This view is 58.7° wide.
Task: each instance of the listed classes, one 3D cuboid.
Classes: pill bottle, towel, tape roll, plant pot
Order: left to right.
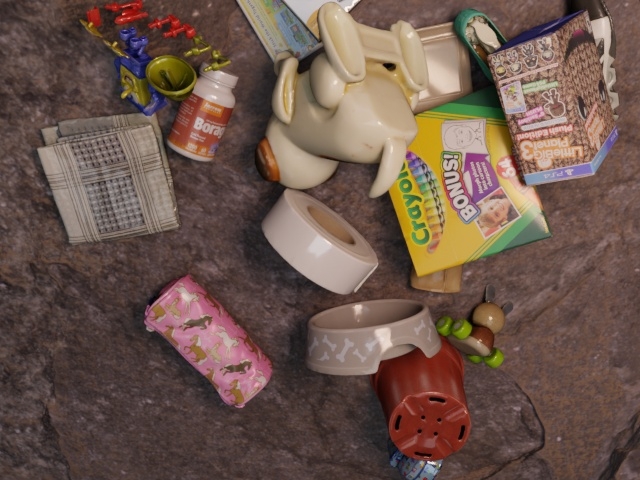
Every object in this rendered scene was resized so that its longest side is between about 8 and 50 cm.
[{"bbox_3d":[-0.539,-0.157,1.457,0.312,0.056,0.325,-8,106,5],"label":"towel"},{"bbox_3d":[-0.278,-0.309,1.364,0.121,0.121,0.216,24,107,-6],"label":"pill bottle"},{"bbox_3d":[0.000,0.000,1.369,0.286,0.286,0.100,36,105,-9],"label":"tape roll"},{"bbox_3d":[0.268,0.415,1.502,0.272,0.265,0.273,1,108,2],"label":"plant pot"}]

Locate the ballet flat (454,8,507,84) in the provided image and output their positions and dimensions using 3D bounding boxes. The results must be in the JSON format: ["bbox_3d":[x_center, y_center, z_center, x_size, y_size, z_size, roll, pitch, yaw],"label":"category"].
[{"bbox_3d":[0.394,-0.416,1.279,0.247,0.087,0.083,43,108,-15],"label":"ballet flat"}]

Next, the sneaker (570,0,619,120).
[{"bbox_3d":[0.585,-0.412,1.301,0.146,0.122,0.331,-14,111,10],"label":"sneaker"}]

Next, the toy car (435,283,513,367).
[{"bbox_3d":[0.436,0.216,1.527,0.155,0.149,0.188,41,76,-14],"label":"toy car"}]

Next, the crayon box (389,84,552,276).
[{"bbox_3d":[0.325,-0.134,1.338,0.313,0.106,0.363,-19,89,15],"label":"crayon box"}]

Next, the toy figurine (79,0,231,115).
[{"bbox_3d":[-0.375,-0.374,1.316,0.362,0.191,0.217,39,145,22],"label":"toy figurine"}]

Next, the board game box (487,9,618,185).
[{"bbox_3d":[0.499,-0.300,1.202,0.141,0.232,0.291,-8,113,43],"label":"board game box"}]

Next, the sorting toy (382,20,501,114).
[{"bbox_3d":[0.265,-0.408,1.356,0.347,0.047,0.196,-9,111,4],"label":"sorting toy"}]

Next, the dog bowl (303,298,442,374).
[{"bbox_3d":[0.123,0.228,1.419,0.348,0.349,0.102,-8,96,4],"label":"dog bowl"}]

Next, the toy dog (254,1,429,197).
[{"bbox_3d":[0.030,-0.257,1.271,0.407,0.284,0.396,-25,83,50],"label":"toy dog"}]

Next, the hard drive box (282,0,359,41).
[{"bbox_3d":[-0.017,-0.589,1.257,0.181,0.089,0.232,-43,102,13],"label":"hard drive box"}]

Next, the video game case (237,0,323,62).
[{"bbox_3d":[-0.067,-0.547,1.333,0.206,0.026,0.227,-29,105,10],"label":"video game case"}]

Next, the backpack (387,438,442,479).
[{"bbox_3d":[0.272,0.609,1.611,0.116,0.173,0.158,30,107,-8],"label":"backpack"}]

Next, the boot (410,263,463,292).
[{"bbox_3d":[0.365,0.004,1.465,0.236,0.089,0.270,9,107,13],"label":"boot"}]

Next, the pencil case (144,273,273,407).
[{"bbox_3d":[-0.297,0.274,1.533,0.167,0.160,0.386,-37,104,21],"label":"pencil case"}]
